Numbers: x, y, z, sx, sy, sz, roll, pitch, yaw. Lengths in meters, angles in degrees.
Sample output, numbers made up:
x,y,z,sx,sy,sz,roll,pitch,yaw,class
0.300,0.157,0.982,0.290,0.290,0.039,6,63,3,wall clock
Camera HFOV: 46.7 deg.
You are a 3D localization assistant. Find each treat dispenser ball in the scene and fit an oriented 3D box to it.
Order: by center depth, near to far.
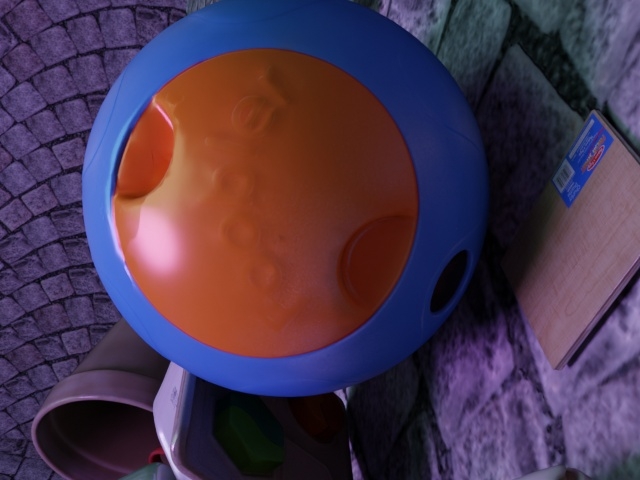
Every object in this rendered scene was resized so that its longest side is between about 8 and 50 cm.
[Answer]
x,y,z,sx,sy,sz,roll,pitch,yaw,class
-0.023,-0.032,0.543,0.288,0.288,0.288,-174,90,-71,treat dispenser ball

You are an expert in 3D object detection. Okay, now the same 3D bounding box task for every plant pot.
x,y,z,sx,sy,sz,roll,pitch,yaw,class
-0.325,0.284,1.381,0.280,0.323,0.323,-79,9,-50,plant pot

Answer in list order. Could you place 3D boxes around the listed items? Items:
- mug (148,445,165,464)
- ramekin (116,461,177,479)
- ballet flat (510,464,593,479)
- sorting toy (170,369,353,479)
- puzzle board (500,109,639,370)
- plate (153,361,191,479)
x,y,z,sx,sy,sz,roll,pitch,yaw,class
-0.211,0.395,1.191,0.169,0.150,0.113,-57,13,45,mug
-0.214,0.446,0.977,0.303,0.148,0.303,59,174,10,ramekin
0.128,0.161,0.337,0.348,0.123,0.123,155,120,-68,ballet flat
-0.031,0.183,0.601,0.041,0.229,0.307,-35,26,16,sorting toy
0.155,0.001,0.442,0.096,0.011,0.128,-103,27,-47,puzzle board
-0.129,0.250,0.892,0.278,0.045,0.277,57,142,25,plate
